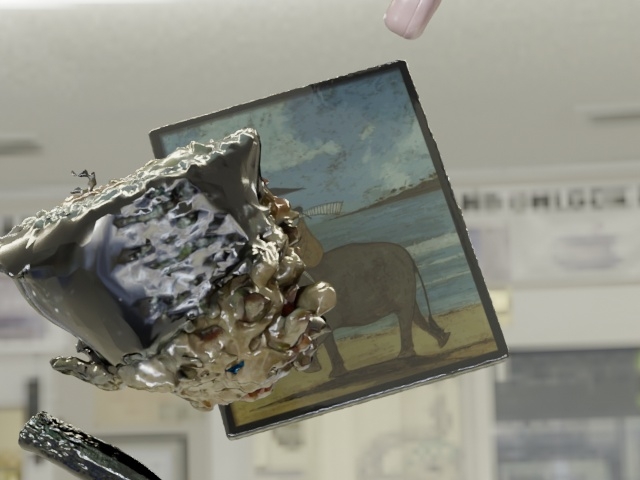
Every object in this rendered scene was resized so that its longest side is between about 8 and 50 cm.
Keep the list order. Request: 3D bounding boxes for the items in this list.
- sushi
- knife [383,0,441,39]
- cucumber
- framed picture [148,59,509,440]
[{"bbox_3d":[-0.110,0.041,1.470,0.225,0.219,0.238,-26,15,2],"label":"sushi"},{"bbox_3d":[0.156,-0.342,1.824,0.043,0.336,0.081,30,-2,-1],"label":"knife"},{"bbox_3d":[-0.161,0.182,1.484,0.163,0.039,0.043,26,-26,19],"label":"cucumber"},{"bbox_3d":[0.000,0.000,1.753,0.265,0.347,0.016,-15,-32,-1],"label":"framed picture"}]
